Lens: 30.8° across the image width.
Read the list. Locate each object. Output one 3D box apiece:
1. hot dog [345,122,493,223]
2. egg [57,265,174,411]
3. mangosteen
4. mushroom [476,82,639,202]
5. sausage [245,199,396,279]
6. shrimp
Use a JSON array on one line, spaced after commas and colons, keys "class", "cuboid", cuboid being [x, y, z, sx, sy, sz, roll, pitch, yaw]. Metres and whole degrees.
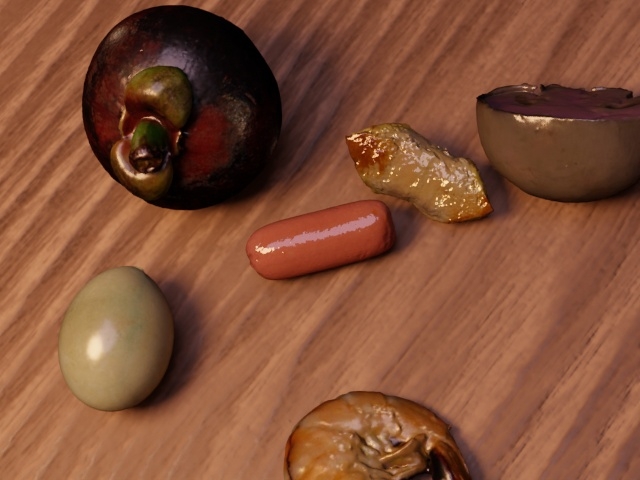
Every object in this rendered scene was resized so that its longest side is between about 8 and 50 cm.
[{"class": "hot dog", "cuboid": [0.103, -0.070, 1.202, 0.169, 0.061, 0.078, 31, 108, 4]}, {"class": "egg", "cuboid": [-0.204, 0.097, 1.168, 0.114, 0.114, 0.152, 2, 65, 15]}, {"class": "mangosteen", "cuboid": [-0.148, -0.124, 1.202, 0.216, 0.216, 0.216, -5, 64, 11]}, {"class": "mushroom", "cuboid": [0.245, -0.097, 1.155, 0.188, 0.141, 0.117, 12, 103, 23]}, {"class": "sausage", "cuboid": [0.000, 0.000, 1.194, 0.154, 0.062, 0.062, -14, 63, 6]}, {"class": "shrimp", "cuboid": [0.094, 0.235, 1.068, 0.287, 0.063, 0.152, 28, 63, 25]}]
